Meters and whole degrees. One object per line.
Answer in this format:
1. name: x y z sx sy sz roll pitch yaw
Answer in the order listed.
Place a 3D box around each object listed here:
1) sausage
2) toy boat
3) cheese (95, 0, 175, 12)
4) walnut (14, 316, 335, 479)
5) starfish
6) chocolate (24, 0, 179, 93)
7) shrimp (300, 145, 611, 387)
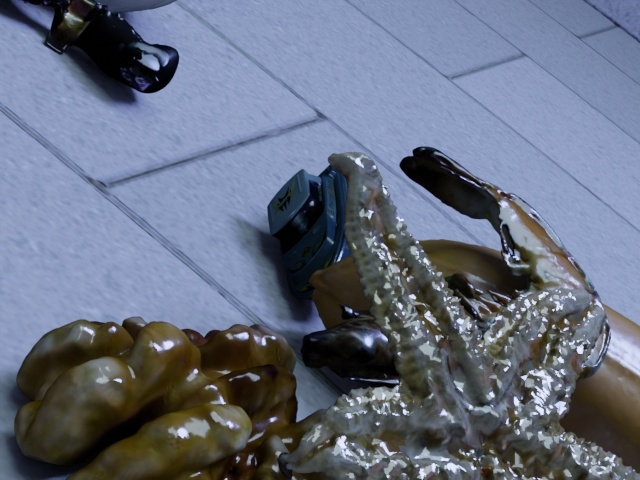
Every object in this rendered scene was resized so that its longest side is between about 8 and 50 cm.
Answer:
1. sausage: 0.154 0.102 0.861 0.354 0.116 0.134 37 -23 0
2. toy boat: 0.000 0.000 0.945 0.060 0.055 0.141 38 19 -18
3. cheese: -0.155 -0.253 1.125 0.189 0.154 0.198 47 21 13
4. walnut: -0.051 0.078 0.671 0.143 0.069 0.170 48 26 26
5. starfish: 0.089 0.102 0.673 0.231 0.048 0.295 3 65 -38
6. chocolate: -0.162 -0.147 1.028 0.147 0.070 0.072 47 10 0
7. shrimp: 0.055 0.012 0.772 0.195 0.035 0.148 0 56 -34
